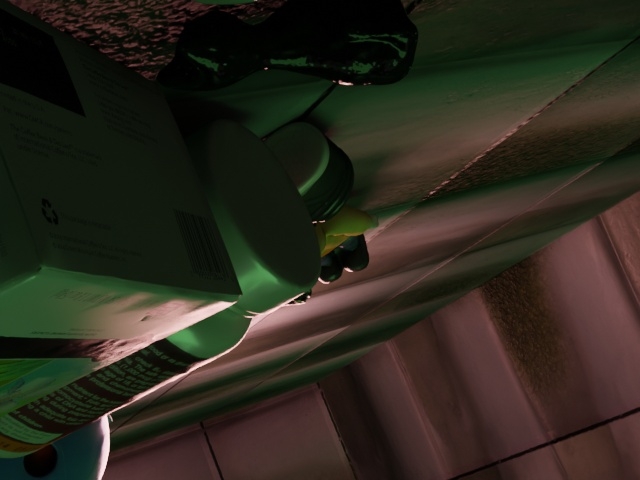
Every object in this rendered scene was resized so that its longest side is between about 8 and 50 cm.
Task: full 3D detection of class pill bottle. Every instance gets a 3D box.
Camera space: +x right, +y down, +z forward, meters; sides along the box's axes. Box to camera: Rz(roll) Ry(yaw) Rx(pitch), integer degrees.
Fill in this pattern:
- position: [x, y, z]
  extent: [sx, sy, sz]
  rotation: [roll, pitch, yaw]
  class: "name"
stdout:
- position: [-0.210, 0.050, 1.106]
  extent: [0.392, 0.224, 0.224]
  rotation: [-28, 166, 21]
  class: "pill bottle"

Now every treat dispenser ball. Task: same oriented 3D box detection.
- position: [-0.445, 0.285, 1.530]
  extent: [0.288, 0.288, 0.288]
  rotation: [-22, 168, -5]
  class: "treat dispenser ball"

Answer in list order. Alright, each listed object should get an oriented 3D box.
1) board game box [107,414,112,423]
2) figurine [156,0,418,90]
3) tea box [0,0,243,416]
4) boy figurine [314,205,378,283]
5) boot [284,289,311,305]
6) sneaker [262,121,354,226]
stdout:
- position: [-0.442, 0.278, 1.753]
  extent: [0.194, 0.194, 0.060]
  rotation: [-21, 128, -2]
  class: "board game box"
- position: [-0.011, -0.184, 0.824]
  extent: [0.209, 0.092, 0.215]
  rotation: [-13, 164, -21]
  class: "figurine"
- position: [-0.286, 0.006, 0.802]
  extent: [0.323, 0.220, 0.329]
  rotation: [-25, 167, 13]
  class: "tea box"
- position: [0.000, 0.000, 1.590]
  extent: [0.177, 0.092, 0.285]
  rotation: [-22, 170, 10]
  class: "boy figurine"
- position: [-0.126, 0.066, 1.383]
  extent: [0.229, 0.091, 0.263]
  rotation: [-6, -176, 1]
  class: "boot"
- position: [-0.082, -0.028, 1.280]
  extent: [0.295, 0.105, 0.147]
  rotation: [-32, 160, 21]
  class: "sneaker"
